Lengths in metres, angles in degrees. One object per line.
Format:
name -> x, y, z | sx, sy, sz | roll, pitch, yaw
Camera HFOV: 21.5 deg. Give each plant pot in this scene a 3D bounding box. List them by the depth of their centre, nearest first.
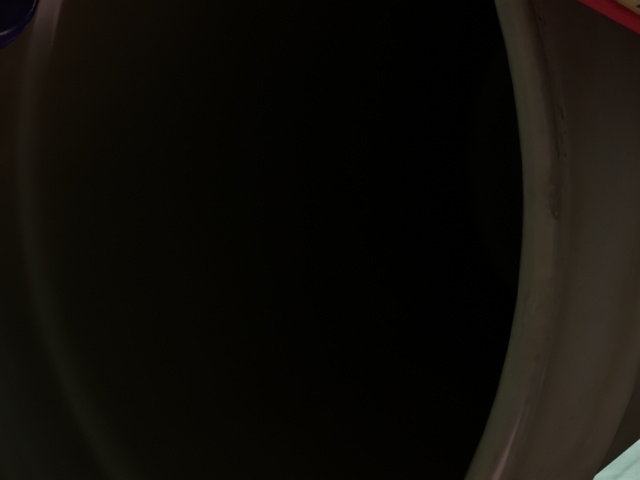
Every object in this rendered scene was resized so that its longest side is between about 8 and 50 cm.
plant pot -> 0.042, -0.023, 0.639 | 0.280, 0.323, 0.323 | -4, 160, -45

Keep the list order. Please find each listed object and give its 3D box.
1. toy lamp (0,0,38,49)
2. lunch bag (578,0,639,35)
toy lamp -> -0.077, -0.127, 0.500 | 0.080, 0.080, 0.275 | 15, 144, -39
lunch bag -> 0.153, -0.150, 0.370 | 0.258, 0.120, 0.293 | -38, 146, 23
